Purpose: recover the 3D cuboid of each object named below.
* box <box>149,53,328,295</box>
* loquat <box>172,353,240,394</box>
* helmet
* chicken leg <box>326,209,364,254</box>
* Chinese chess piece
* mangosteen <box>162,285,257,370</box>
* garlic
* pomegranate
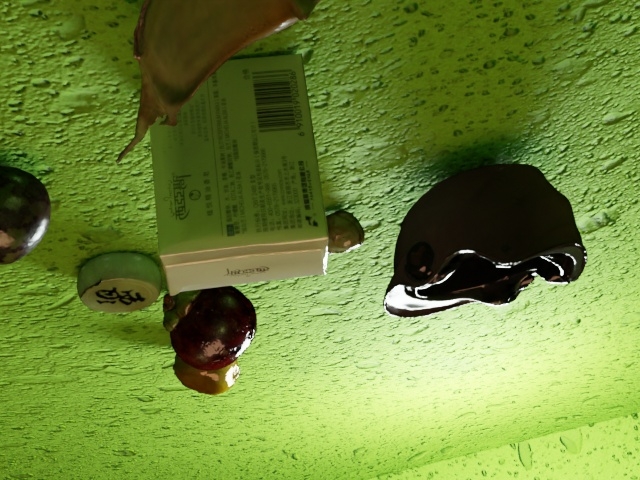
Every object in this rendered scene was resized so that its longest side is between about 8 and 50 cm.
[{"bbox_3d":[-0.107,-0.087,1.343,0.203,0.274,0.116,-7,154,-4],"label":"box"},{"bbox_3d":[-0.232,0.255,2.150,0.137,0.112,0.137,3,162,1],"label":"loquat"},{"bbox_3d":[0.246,-0.007,1.693,0.338,0.197,0.271,-20,160,37],"label":"helmet"},{"bbox_3d":[0.000,0.000,1.782,0.178,0.070,0.093,-18,158,32],"label":"chicken leg"},{"bbox_3d":[-0.343,0.075,1.820,0.144,0.058,0.144,-6,152,-3],"label":"Chinese chess piece"},{"bbox_3d":[-0.208,0.142,1.905,0.180,0.166,0.166,40,130,-24],"label":"mangosteen"},{"bbox_3d":[-0.122,-0.239,1.144,0.151,0.196,0.338,32,136,-31],"label":"garlic"},{"bbox_3d":[-0.457,-0.050,1.482,0.149,0.148,0.169,-21,125,22],"label":"pomegranate"}]
